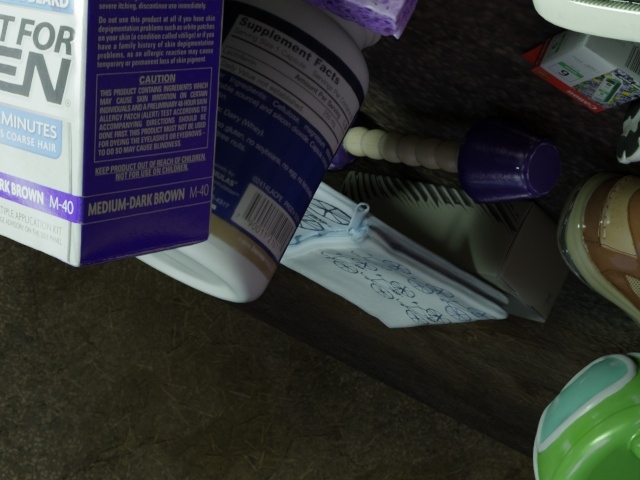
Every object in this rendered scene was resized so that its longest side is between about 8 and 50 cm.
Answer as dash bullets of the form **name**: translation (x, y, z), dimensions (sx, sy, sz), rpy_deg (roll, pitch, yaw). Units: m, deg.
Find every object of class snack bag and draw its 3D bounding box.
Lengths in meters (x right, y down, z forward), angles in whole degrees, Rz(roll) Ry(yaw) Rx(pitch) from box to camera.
- **snack bag**: translation (0.000, 0.000, 1.281), dimensions (0.342, 0.037, 0.323), rpy_deg (32, 167, -14)

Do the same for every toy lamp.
- **toy lamp**: translation (0.099, -0.083, 1.088), dimensions (0.274, 0.080, 0.080), rpy_deg (15, 163, 47)

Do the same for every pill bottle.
- **pill bottle**: translation (-0.055, -0.099, 0.903), dimensions (0.153, 0.265, 0.153), rpy_deg (26, 166, 7)

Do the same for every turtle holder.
- **turtle holder**: translation (0.379, 0.289, 1.495), dimensions (0.243, 0.320, 0.227), rpy_deg (11, -151, -14)

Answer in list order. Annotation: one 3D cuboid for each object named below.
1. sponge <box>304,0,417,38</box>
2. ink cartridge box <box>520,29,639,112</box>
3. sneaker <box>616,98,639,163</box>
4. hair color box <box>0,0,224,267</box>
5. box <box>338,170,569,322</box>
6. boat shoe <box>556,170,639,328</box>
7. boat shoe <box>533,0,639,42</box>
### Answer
- **sponge**: translation (-0.023, -0.214, 0.719), dimensions (0.210, 0.117, 0.031), rpy_deg (25, 166, 10)
- **ink cartridge box**: translation (0.189, -0.121, 0.852), dimensions (0.062, 0.029, 0.115), rpy_deg (30, 167, -14)
- **sneaker**: translation (0.267, -0.083, 0.815), dimensions (0.071, 0.068, 0.170), rpy_deg (13, 178, -7)
- **hair color box**: translation (-0.148, -0.174, 0.654), dimensions (0.185, 0.339, 0.110), rpy_deg (17, -162, 38)
- **box**: translation (0.134, 0.002, 1.307), dimensions (0.275, 0.094, 0.113), rpy_deg (13, 161, 46)
- **boat shoe**: translation (0.346, 0.053, 1.025), dimensions (0.324, 0.123, 0.120), rpy_deg (32, 163, -25)
- **boat shoe**: translation (0.231, -0.145, 0.485), dimensions (0.340, 0.127, 0.113), rpy_deg (19, 142, 42)
